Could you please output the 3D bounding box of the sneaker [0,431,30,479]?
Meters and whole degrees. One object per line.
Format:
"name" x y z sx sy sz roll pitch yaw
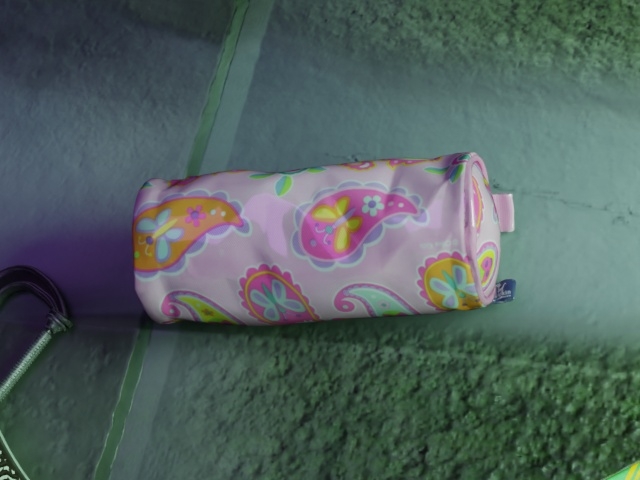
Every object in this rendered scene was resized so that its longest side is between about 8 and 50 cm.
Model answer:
"sneaker" -0.264 0.231 1.263 0.123 0.106 0.290 -47 60 39

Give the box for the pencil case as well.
"pencil case" 0.000 0.000 1.271 0.284 0.124 0.124 -5 61 16

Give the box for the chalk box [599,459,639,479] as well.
"chalk box" 0.250 0.203 1.034 0.213 0.132 0.132 -19 51 -31

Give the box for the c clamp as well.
"c clamp" -0.257 0.098 1.362 0.137 0.022 0.161 23 73 34
